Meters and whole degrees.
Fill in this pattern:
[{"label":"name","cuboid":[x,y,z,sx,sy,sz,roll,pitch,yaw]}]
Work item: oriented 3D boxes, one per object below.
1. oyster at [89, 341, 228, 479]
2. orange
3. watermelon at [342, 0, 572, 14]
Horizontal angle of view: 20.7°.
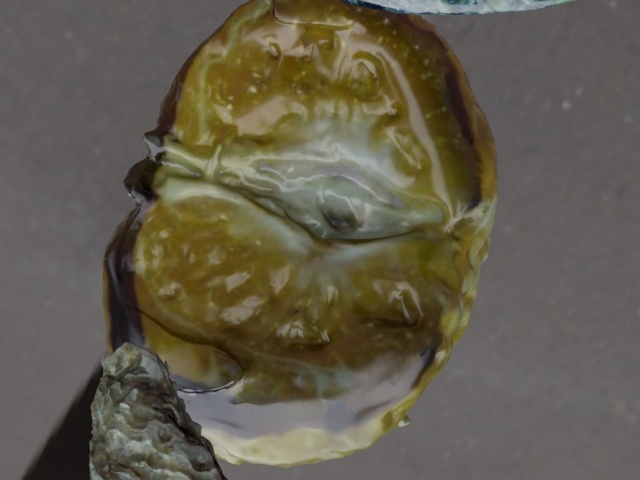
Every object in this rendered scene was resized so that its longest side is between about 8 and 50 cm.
[{"label":"oyster","cuboid":[-0.074,0.147,1.002,0.064,0.125,0.177,-38,101,13]},{"label":"orange","cuboid":[0.000,0.000,1.335,0.271,0.369,0.210,14,165,20]},{"label":"watermelon","cuboid":[0.094,-0.260,1.096,0.318,0.226,0.148,8,133,27]}]
